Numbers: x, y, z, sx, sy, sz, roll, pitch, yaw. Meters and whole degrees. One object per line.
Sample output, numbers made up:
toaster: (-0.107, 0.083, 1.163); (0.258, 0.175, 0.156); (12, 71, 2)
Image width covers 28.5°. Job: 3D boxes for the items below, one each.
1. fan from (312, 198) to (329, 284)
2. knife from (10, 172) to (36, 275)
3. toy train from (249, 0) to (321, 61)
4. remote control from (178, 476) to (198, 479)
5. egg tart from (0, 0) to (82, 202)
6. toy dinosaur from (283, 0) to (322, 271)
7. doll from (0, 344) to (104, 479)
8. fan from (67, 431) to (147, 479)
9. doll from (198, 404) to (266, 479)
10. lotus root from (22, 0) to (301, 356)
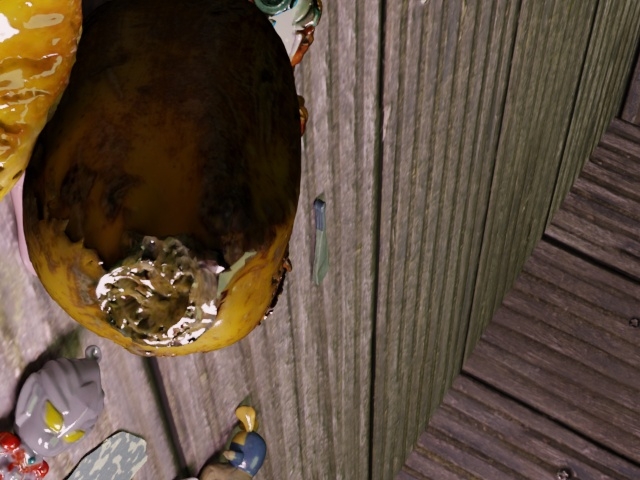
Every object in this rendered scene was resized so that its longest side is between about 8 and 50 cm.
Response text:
fan: (0.000, 0.000, 1.756); (0.038, 0.016, 0.193); (-57, 163, -29)
knife: (-0.218, -0.090, 0.959); (0.336, 0.043, 0.081); (91, 22, -50)
toy train: (-0.069, -0.188, 1.148); (0.188, 0.099, 0.072); (-65, 160, 7)
remote control: (-0.195, 0.406, 1.733); (0.073, 0.044, 0.229); (-29, 138, -29)
egg tart: (-0.254, -0.105, 0.709); (0.295, 0.116, 0.295); (-52, 160, -27)
toy dinosaur: (-0.070, -0.058, 1.350); (0.432, 0.097, 0.208); (103, 12, -46)
doll: (-0.259, 0.173, 1.174); (0.180, 0.079, 0.094); (-52, 128, -17)
fan: (-0.258, 0.282, 1.422); (0.240, 0.009, 0.131); (-33, 145, -58)
doll: (-0.125, 0.325, 1.762); (0.102, 0.089, 0.179); (85, 12, -60)
lotus root: (-0.109, -0.071, 0.919); (0.397, 0.196, 0.179); (-92, -163, -55)
